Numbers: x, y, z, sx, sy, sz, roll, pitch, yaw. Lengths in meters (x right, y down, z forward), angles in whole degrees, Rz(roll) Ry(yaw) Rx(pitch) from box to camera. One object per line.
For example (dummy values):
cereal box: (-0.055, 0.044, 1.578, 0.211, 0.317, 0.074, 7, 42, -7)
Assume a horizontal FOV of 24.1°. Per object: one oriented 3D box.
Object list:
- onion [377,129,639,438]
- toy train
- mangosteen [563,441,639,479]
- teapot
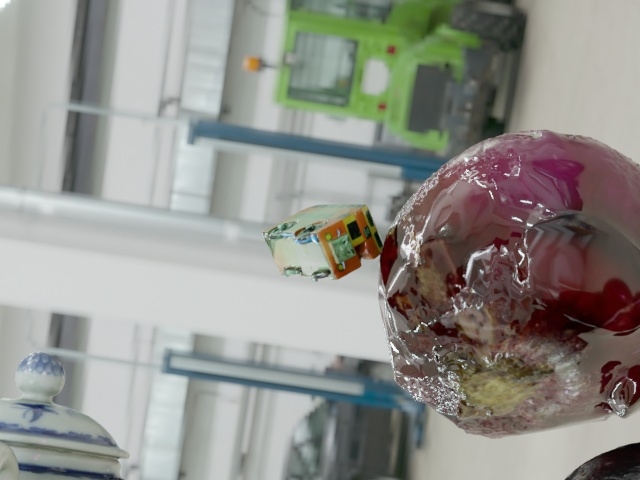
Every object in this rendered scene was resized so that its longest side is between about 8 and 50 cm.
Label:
onion: (0.267, 0.015, 1.833, 0.420, 0.398, 0.398, -78, -3, -54)
toy train: (0.000, 0.000, 1.873, 0.188, 0.099, 0.072, 4, 123, 64)
mangosteen: (0.371, 0.352, 1.499, 0.347, 0.307, 0.306, -12, 61, 42)
teapot: (-0.237, 0.227, 1.181, 0.424, 0.252, 0.280, 81, -165, -80)
